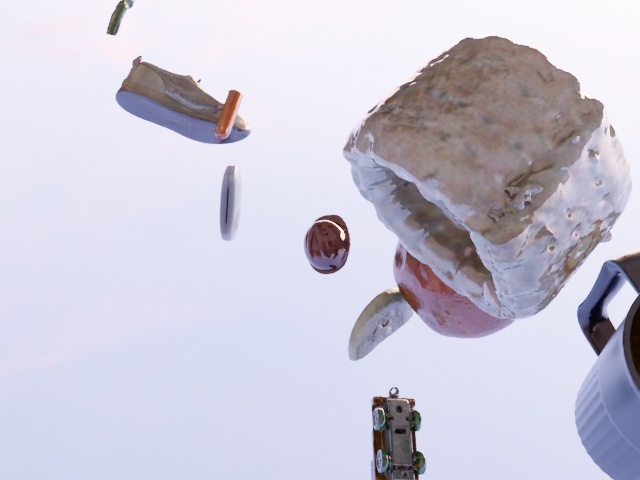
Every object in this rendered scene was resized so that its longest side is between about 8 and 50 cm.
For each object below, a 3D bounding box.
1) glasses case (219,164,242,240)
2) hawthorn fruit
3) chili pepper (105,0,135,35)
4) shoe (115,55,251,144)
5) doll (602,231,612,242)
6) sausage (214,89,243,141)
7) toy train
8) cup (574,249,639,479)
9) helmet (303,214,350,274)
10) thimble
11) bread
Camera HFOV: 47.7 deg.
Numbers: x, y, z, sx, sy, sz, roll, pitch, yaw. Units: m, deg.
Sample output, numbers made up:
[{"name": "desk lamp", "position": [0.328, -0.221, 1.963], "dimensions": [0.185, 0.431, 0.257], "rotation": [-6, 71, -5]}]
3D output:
[{"name": "glasses case", "position": [-0.208, -0.086, 1.673], "dimensions": [0.045, 0.178, 0.067], "rotation": [7, -166, 6]}, {"name": "hawthorn fruit", "position": [0.257, 0.042, 1.416], "dimensions": [0.277, 0.298, 0.276], "rotation": [-31, -138, 32]}, {"name": "chili pepper", "position": [-0.265, -0.312, 0.967], "dimensions": [0.022, 0.083, 0.027], "rotation": [24, 179, 3]}, {"name": "shoe", "position": [-0.258, -0.268, 1.418], "dimensions": [0.103, 0.275, 0.098], "rotation": [-14, -119, 52]}, {"name": "doll", "position": [0.319, -0.011, 0.969], "dimensions": [0.135, 0.113, 0.071], "rotation": [9, -133, 28]}, {"name": "sausage", "position": [-0.175, -0.232, 1.365], "dimensions": [0.031, 0.031, 0.107], "rotation": [7, -112, 22]}, {"name": "toy train", "position": [0.140, 0.402, 1.403], "dimensions": [0.091, 0.136, 0.227], "rotation": [5, -122, -11]}, {"name": "cup", "position": [0.484, 0.201, 1.032], "dimensions": [0.308, 0.292, 0.242], "rotation": [34, -114, 22]}, {"name": "helmet", "position": [0.000, 0.000, 1.256], "dimensions": [0.089, 0.057, 0.111], "rotation": [-16, -112, 29]}, {"name": "thimble", "position": [0.182, -0.068, 0.786], "dimensions": [0.195, 0.291, 0.291], "rotation": [-46, -134, -9]}, {"name": "bread", "position": [0.129, 0.158, 1.482], "dimensions": [0.193, 0.112, 0.036], "rotation": [-34, -136, -31]}]
